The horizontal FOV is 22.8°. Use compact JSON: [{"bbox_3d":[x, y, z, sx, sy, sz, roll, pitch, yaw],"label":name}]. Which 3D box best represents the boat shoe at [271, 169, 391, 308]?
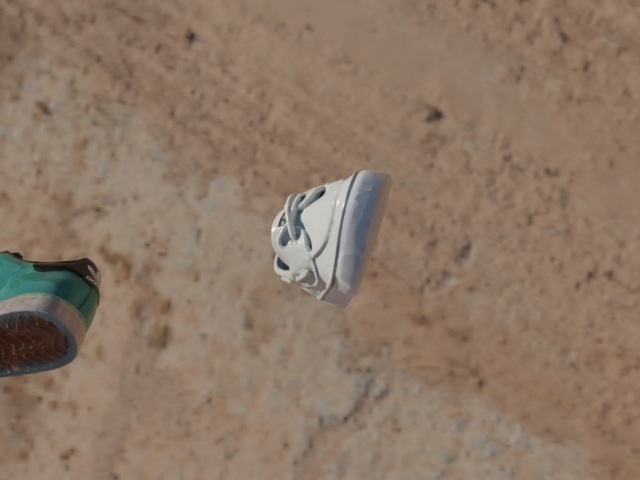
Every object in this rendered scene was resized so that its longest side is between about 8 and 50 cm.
[{"bbox_3d":[0.000,0.000,1.317,0.258,0.084,0.095,109,178,-71],"label":"boat shoe"}]

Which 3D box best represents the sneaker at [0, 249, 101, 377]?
[{"bbox_3d":[-0.363,0.079,1.672,0.302,0.108,0.121,-5,35,23],"label":"sneaker"}]
